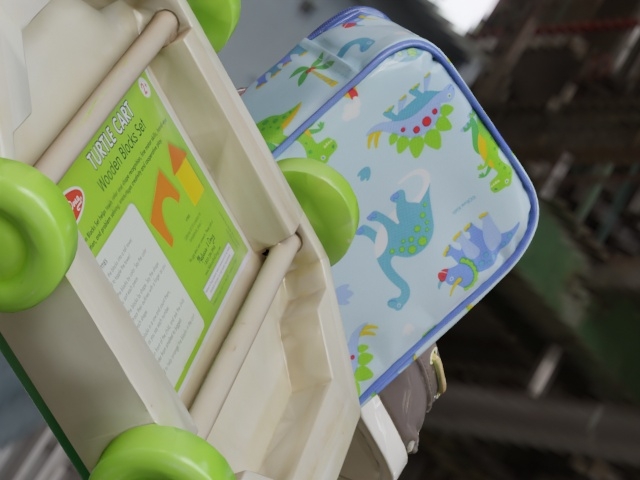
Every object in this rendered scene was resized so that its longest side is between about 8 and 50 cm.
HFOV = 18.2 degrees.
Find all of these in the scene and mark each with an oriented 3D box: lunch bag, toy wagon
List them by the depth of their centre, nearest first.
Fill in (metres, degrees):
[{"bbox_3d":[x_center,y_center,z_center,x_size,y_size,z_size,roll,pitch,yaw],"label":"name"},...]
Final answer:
[{"bbox_3d":[-0.086,-0.037,0.821,0.068,0.267,0.344,-23,-71,22],"label":"toy wagon"},{"bbox_3d":[0.000,0.000,1.074,0.176,0.219,0.090,51,-7,-33],"label":"lunch bag"}]

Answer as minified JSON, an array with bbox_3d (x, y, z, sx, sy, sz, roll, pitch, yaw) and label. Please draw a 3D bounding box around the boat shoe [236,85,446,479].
[{"bbox_3d":[0.001,0.021,1.241,0.117,0.096,0.324,13,-39,35],"label":"boat shoe"}]
